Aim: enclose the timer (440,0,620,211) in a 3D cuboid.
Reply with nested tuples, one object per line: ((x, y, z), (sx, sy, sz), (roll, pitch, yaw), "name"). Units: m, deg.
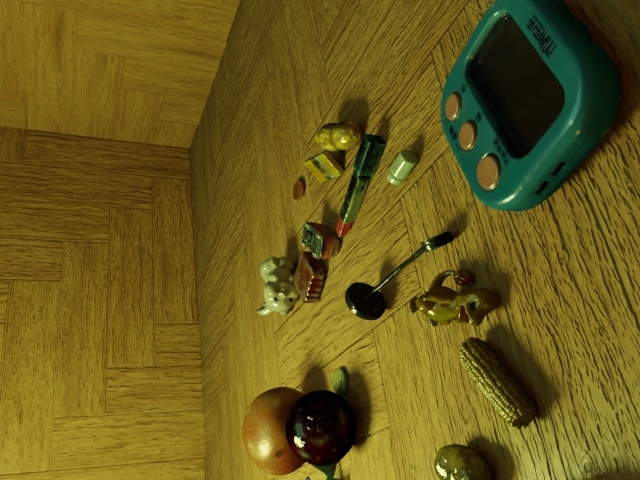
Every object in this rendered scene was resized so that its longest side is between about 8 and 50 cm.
((0.343, -0.236, 1.032), (0.309, 0.115, 0.340), (117, 147, -45), "timer")

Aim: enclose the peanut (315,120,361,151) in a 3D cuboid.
((0.052, -0.303, 1.759), (0.207, 0.087, 0.087), (12, 98, 64), "peanut")

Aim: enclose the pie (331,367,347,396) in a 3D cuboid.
((0.055, 0.406, 1.731), (0.085, 0.017, 0.085), (-178, 90, -67), "pie")

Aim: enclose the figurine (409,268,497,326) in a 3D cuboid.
((0.274, 0.110, 1.195), (0.176, 0.121, 0.122), (-3, 56, 53), "figurine")

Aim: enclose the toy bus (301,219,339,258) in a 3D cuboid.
((0.000, 0.000, 1.841), (0.174, 0.077, 0.079), (-137, 55, -61), "toy bus")

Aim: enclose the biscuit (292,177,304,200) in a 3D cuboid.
((-0.076, -0.180, 2.123), (0.091, 0.015, 0.078), (180, 95, -66), "biscuit")

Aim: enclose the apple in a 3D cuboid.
((-0.116, 0.575, 1.840), (0.253, 0.254, 0.253), (-176, 90, -67), "apple")

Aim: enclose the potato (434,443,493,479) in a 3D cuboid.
((0.274, 0.439, 1.150), (0.138, 0.070, 0.091), (-178, 86, -68), "potato")

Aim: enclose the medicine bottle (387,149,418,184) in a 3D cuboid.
((0.196, -0.175, 1.449), (0.083, 0.047, 0.047), (121, 145, -46), "medicine bottle")

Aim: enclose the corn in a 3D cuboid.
((0.313, 0.251, 1.090), (0.207, 0.068, 0.068), (-119, 39, -53), "corn")

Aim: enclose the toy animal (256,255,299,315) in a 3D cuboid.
((-0.152, 0.163, 2.110), (0.178, 0.128, 0.193), (136, 132, -60), "toy animal")

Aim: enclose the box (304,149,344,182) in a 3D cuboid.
((0.009, -0.226, 1.858), (0.087, 0.023, 0.155), (51, 160, -12), "box")

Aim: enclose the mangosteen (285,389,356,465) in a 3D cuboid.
((0.003, 0.508, 1.634), (0.210, 0.210, 0.209), (-176, 90, -67), "mangosteen")

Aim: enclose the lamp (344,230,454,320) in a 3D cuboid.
((0.197, 0.091, 1.399), (0.371, 0.130, 0.108), (-35, 77, 46), "lamp")

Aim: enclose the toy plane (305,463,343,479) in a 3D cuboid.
((0.012, 0.768, 1.623), (0.106, 0.155, 0.381), (126, 158, -52), "toy plane")

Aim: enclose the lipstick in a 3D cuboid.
((0.101, -0.144, 1.665), (0.051, 0.051, 0.312), (-117, 36, -46), "lipstick")

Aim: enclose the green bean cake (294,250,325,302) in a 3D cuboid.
((-0.033, 0.117, 1.929), (0.135, 0.056, 0.135), (-122, 41, -51), "green bean cake")
